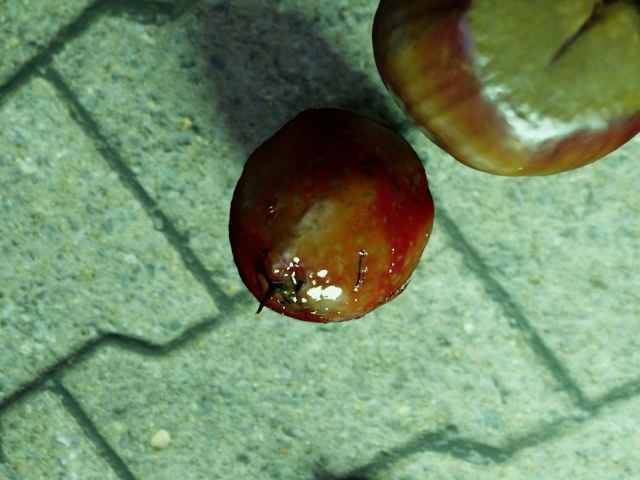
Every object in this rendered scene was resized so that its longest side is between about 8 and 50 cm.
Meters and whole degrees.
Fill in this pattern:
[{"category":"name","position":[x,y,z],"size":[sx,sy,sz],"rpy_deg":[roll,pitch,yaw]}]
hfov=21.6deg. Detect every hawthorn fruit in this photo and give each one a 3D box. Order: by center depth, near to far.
[{"category":"hawthorn fruit","position":[0.000,0.000,1.368],"size":[0.181,0.235,0.181],"rpy_deg":[10,129,13]}]

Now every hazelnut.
[{"category":"hazelnut","position":[0.143,-0.138,1.244],"size":[0.212,0.181,0.181],"rpy_deg":[35,99,-15]}]
